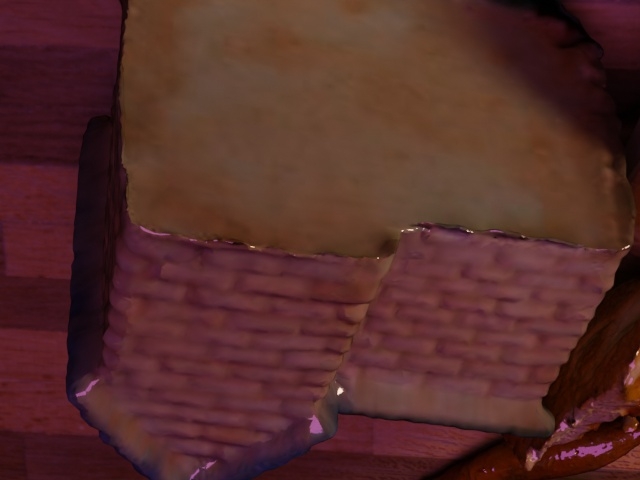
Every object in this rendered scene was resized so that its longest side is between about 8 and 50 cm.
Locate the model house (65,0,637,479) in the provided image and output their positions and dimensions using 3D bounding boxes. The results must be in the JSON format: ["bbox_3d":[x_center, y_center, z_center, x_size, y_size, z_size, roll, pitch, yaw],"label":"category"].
[{"bbox_3d":[0.000,0.000,1.679,0.445,0.395,0.400,5,135,-13],"label":"model house"}]

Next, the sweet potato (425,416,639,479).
[{"bbox_3d":[0.215,0.218,1.897,0.265,0.057,0.057,-16,113,20],"label":"sweet potato"}]

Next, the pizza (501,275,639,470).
[{"bbox_3d":[0.259,0.119,1.742,0.074,0.182,0.365,35,140,-14],"label":"pizza"}]

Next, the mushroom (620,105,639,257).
[{"bbox_3d":[0.460,-0.069,1.620,0.397,0.224,0.313,20,115,-3],"label":"mushroom"}]
